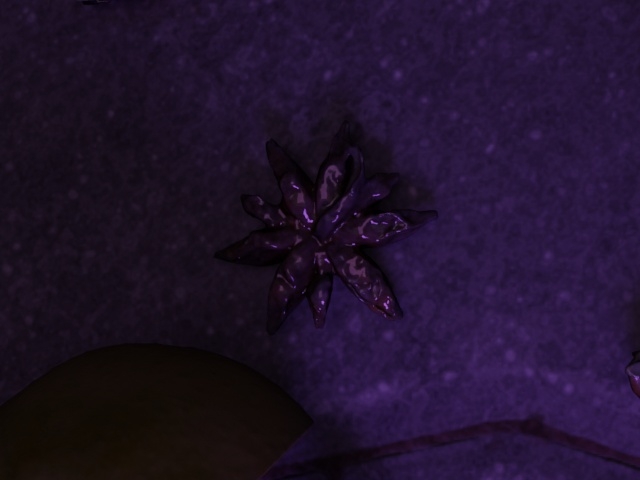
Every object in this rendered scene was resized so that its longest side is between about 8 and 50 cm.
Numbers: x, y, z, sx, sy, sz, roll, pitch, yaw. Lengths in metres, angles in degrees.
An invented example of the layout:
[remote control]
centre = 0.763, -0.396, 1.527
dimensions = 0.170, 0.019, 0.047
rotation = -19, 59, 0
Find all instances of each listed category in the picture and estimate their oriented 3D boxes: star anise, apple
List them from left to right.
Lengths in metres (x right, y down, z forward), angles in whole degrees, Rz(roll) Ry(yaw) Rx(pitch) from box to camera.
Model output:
[apple]
centre = -0.170, 0.238, 1.091
dimensions = 0.312, 0.360, 0.320
rotation = 4, 88, 8
[star anise]
centre = 0.000, 0.000, 1.231
dimensions = 0.195, 0.065, 0.182
rotation = 44, 95, 8

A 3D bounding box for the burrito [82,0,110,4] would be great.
[burrito]
centre = -0.090, -0.287, 1.277
dimensions = 0.309, 0.066, 0.096
rotation = -14, 85, 13

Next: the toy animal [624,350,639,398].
[toy animal]
centre = 0.354, 0.189, 1.132
dimensions = 0.170, 0.090, 0.255
rotation = -15, 79, 14
